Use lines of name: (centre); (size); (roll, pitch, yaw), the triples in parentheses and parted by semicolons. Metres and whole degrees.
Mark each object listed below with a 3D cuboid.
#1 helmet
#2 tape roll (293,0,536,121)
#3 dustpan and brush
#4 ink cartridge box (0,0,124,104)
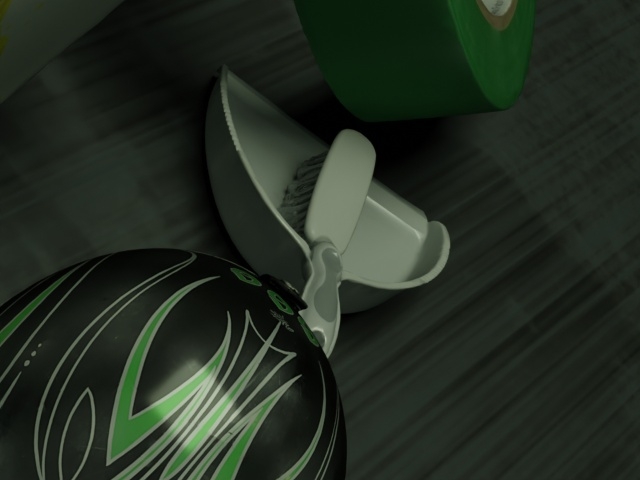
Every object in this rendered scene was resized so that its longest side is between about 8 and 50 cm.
helmet: (-0.072, 0.087, 0.715); (0.169, 0.169, 0.161); (43, 21, -6)
tape roll: (0.046, -0.223, 1.009); (0.321, 0.077, 0.321); (-5, 90, -73)
dustpan and brush: (0.000, 0.000, 0.930); (0.147, 0.060, 0.211); (35, 39, -16)
ink cartridge box: (-0.192, -0.170, 0.674); (0.279, 0.160, 0.385); (46, 68, -1)
